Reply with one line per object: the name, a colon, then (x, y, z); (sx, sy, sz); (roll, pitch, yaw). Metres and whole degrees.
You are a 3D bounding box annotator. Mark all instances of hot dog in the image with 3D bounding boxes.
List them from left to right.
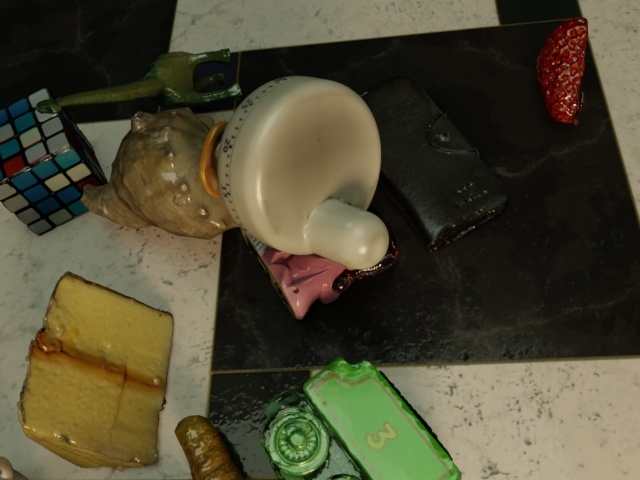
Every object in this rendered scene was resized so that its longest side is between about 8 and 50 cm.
hot dog: (-0.105, 0.347, 0.803); (0.068, 0.083, 0.289); (-19, 58, -24)

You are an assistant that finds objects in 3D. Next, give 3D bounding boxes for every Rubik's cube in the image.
Rubik's cube: (-0.470, -0.132, 1.081); (0.151, 0.154, 0.155); (-28, 60, -7)

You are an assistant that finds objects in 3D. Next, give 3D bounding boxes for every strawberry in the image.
strawberry: (0.396, -0.280, 1.052); (0.082, 0.121, 0.188); (8, 65, 19)

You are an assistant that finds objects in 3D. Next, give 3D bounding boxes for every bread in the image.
bread: (-0.300, 0.173, 0.871); (0.135, 0.178, 0.240); (-3, 58, 8)

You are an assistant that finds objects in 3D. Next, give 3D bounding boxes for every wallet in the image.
wallet: (0.160, -0.140, 1.053); (0.172, 0.045, 0.318); (-29, 62, -6)

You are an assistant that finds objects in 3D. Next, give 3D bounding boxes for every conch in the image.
conch: (-0.226, -0.116, 1.004); (0.324, 0.186, 0.263); (8, 18, 18)

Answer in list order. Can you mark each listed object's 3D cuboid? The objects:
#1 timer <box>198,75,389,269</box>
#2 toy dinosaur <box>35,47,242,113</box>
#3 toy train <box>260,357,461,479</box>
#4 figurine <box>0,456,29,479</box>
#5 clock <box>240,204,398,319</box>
timer: (-0.009, -0.089, 0.826); (0.240, 0.233, 0.233); (23, 65, 44)
toy dinosaur: (-0.291, -0.251, 1.040); (0.300, 0.087, 0.447); (-15, 21, -16)
toy train: (0.043, 0.268, 0.795); (0.188, 0.132, 0.243); (-34, 64, -16)
figurine: (-0.365, 0.420, 0.689); (0.394, 0.274, 0.227); (34, 91, 24)
clock: (0.000, 0.000, 0.968); (0.195, 0.100, 0.194); (-29, 59, -9)
